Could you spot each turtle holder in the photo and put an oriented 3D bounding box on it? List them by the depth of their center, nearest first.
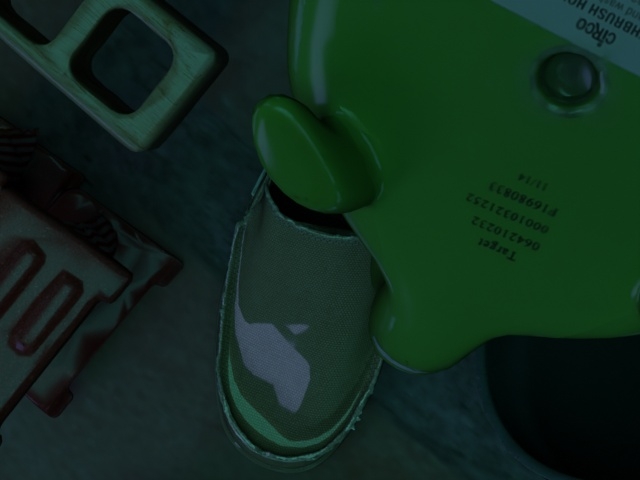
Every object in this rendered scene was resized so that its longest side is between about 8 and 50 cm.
[{"bbox_3d":[0.119,-0.076,0.772,0.243,0.227,0.320,2,123,16],"label":"turtle holder"}]

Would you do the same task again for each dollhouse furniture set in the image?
[{"bbox_3d":[-0.096,-0.085,0.910,0.152,0.201,0.374,39,95,1],"label":"dollhouse furniture set"}]

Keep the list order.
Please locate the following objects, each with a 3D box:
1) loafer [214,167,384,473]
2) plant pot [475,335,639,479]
[{"bbox_3d":[0.000,0.000,0.955,0.102,0.092,0.268,15,100,6],"label":"loafer"},{"bbox_3d":[0.248,0.041,0.853,0.293,0.293,0.196,-45,117,12],"label":"plant pot"}]
